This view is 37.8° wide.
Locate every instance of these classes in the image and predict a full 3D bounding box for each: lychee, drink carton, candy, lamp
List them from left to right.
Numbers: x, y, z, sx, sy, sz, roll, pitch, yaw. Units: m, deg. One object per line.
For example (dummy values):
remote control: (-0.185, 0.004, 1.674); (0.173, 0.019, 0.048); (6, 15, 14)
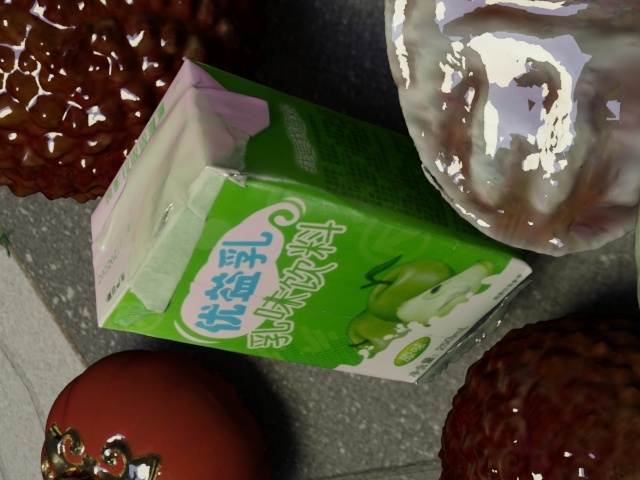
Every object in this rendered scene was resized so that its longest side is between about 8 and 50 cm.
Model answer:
lychee: (-0.181, -0.156, 0.695); (0.300, 0.264, 0.264); (27, 123, 40)
lamp: (-0.156, 0.211, 0.858); (0.227, 0.227, 0.226); (12, 115, 27)
drink carton: (0.000, 0.000, 0.635); (0.161, 0.271, 0.108); (-51, 40, 35)
candy: (0.148, -0.143, 0.557); (0.214, 0.157, 0.289); (7, 108, 10)
lychee: (0.198, 0.169, 0.608); (0.261, 0.261, 0.260); (12, 115, 27)

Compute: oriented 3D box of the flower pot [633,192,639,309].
flower pot: (0.282, -0.001, 0.450); (0.195, 0.246, 0.246); (29, 125, 46)
